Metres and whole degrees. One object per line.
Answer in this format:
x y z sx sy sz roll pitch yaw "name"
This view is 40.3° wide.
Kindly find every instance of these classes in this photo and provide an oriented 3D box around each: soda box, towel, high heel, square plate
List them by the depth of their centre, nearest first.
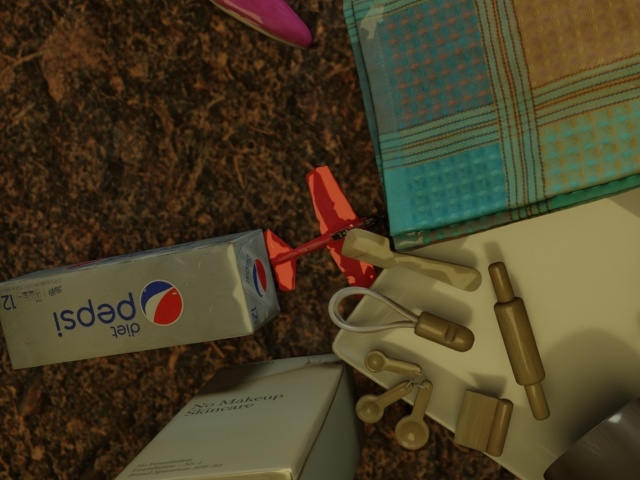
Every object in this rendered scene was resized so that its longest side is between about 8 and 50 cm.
0.195 -0.160 0.764 0.370 0.040 0.272 -16 80 33 "towel"
-0.086 -0.295 0.868 0.244 0.082 0.117 38 102 10 "high heel"
0.244 0.067 0.879 0.347 0.049 0.344 34 104 3 "square plate"
-0.195 0.063 0.922 0.286 0.091 0.098 -11 96 17 "soda box"

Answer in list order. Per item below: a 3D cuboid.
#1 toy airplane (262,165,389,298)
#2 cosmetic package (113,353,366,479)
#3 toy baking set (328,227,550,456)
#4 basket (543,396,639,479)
0.000 0.000 0.921 0.151 0.028 0.151 1 98 10 "toy airplane"
-0.059 0.209 0.823 0.160 0.309 0.113 -9 98 10 "cosmetic package"
0.114 0.102 0.867 0.196 0.030 0.256 -12 97 13 "toy baking set"
0.317 0.263 0.765 0.154 0.204 0.227 -24 60 -25 "basket"
